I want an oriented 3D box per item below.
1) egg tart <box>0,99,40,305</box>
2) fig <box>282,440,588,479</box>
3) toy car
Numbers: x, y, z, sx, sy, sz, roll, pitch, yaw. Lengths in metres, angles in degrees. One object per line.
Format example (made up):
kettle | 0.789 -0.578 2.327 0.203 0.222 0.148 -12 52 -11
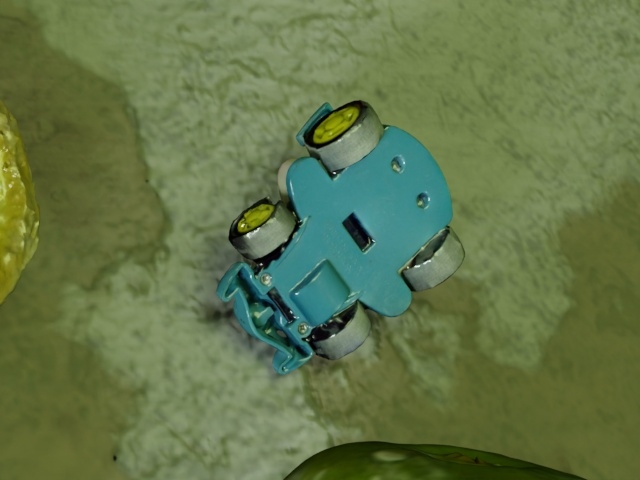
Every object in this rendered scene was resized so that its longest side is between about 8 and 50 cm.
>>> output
egg tart | -0.243 -0.020 0.934 0.191 0.074 0.191 16 55 -24
fig | 0.076 0.251 0.918 0.233 0.314 0.233 -1 24 0
toy car | 0.000 0.000 1.084 0.161 0.098 0.126 -44 115 -14
